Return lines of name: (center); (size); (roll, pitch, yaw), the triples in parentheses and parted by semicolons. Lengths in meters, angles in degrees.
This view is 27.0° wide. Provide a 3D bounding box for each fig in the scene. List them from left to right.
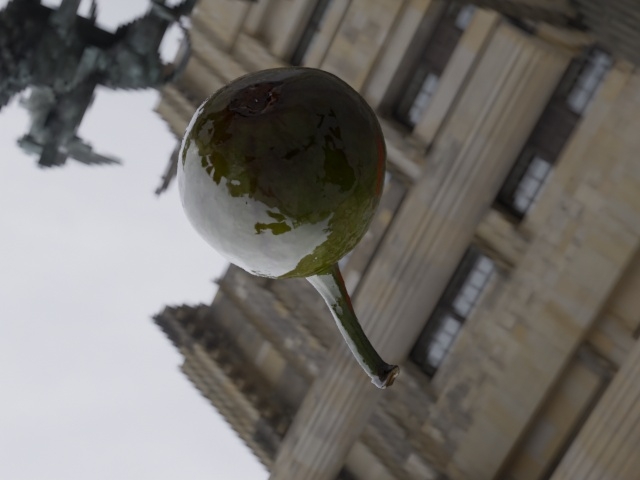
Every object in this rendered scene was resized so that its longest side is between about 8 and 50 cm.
fig: (0.000, 0.000, 0.809); (0.236, 0.124, 0.124); (62, 177, -40)
